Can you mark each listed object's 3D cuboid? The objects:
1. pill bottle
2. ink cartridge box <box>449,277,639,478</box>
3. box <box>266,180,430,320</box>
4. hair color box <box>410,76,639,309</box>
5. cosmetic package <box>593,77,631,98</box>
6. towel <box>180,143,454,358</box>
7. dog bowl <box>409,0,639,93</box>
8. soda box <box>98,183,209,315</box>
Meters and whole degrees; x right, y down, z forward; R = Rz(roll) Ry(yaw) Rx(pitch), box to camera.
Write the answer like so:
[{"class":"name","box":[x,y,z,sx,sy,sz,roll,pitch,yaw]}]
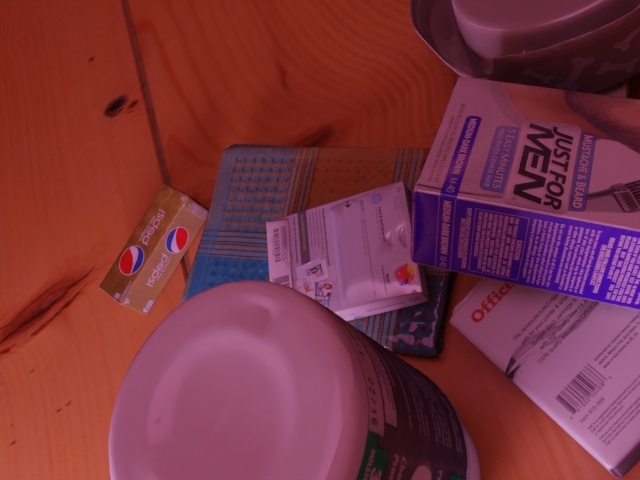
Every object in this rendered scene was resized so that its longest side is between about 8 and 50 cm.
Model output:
[{"class":"pill bottle","box":[0.011,0.184,0.606,0.204,0.361,0.204,-12,63,24]},{"class":"ink cartridge box","box":[0.255,0.099,0.679,0.153,0.087,0.208,-46,54,2]},{"class":"box","box":[0.027,0.022,0.829,0.186,0.038,0.145,-17,62,20]},{"class":"hair color box","box":[0.270,-0.042,0.640,0.338,0.110,0.185,12,49,15]},{"class":"cosmetic package","box":[0.318,-0.129,0.767,0.041,0.060,0.115,2,71,28]},{"class":"towel","box":[0.000,0.000,0.898,0.370,0.040,0.272,4,71,28]},{"class":"dog bowl","box":[0.281,-0.303,0.801,0.348,0.102,0.349,-21,46,23]},{"class":"soda box","box":[-0.241,0.012,1.011,0.061,0.058,0.181,26,82,35]}]
